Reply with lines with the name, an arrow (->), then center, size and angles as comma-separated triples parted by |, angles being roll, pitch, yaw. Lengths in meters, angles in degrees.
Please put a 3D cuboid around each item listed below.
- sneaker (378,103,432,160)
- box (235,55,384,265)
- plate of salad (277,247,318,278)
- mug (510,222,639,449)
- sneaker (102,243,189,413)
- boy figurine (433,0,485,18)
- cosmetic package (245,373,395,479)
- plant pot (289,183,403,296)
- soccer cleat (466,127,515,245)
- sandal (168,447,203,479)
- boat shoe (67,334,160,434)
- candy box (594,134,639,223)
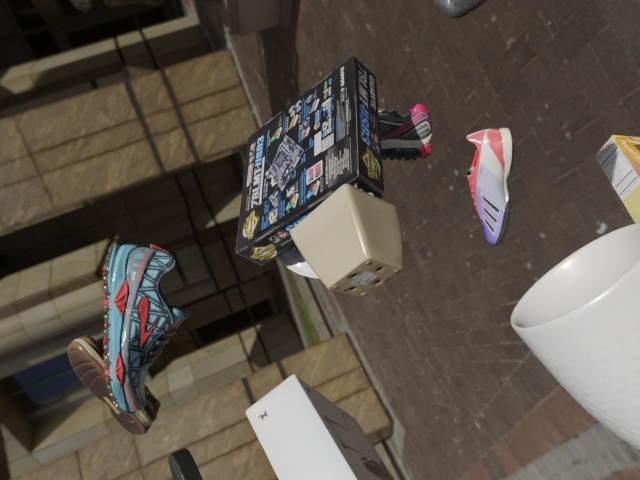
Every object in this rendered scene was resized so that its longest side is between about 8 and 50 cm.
sneaker -> 0.095, -0.242, 1.142 | 0.121, 0.299, 0.112 | -79, -13, -68
box -> -0.026, -0.140, 0.919 | 0.073, 0.293, 0.296 | 30, -135, -35
plate of salad -> 0.000, 0.000, 1.030 | 0.048, 0.199, 0.200 | 97, 151, -50
mug -> 0.547, 0.170, 0.880 | 0.328, 0.276, 0.374 | 50, -153, 4
sneaker -> -0.263, 0.136, 0.783 | 0.104, 0.125, 0.262 | -159, 69, -71
boy figurine -> 0.176, -0.365, 0.504 | 0.177, 0.092, 0.285 | 41, 158, 11
cosmetic package -> 0.071, 0.391, 0.700 | 0.377, 0.097, 0.284 | 51, 180, 37
plant pot -> 0.044, 0.010, 0.659 | 0.109, 0.109, 0.096 | 17, -137, -44
soccer cleat -> 0.444, -0.138, 1.371 | 0.109, 0.116, 0.318 | -75, -19, -67
sandal -> -0.248, 0.666, 1.076 | 0.446, 0.107, 0.168 | 54, 144, 29
boat shoe -> -0.431, 0.293, 1.096 | 0.257, 0.095, 0.095 | 67, -147, -24
candy box -> 0.853, -0.124, 1.287 | 0.087, 0.182, 0.316 | 108, 160, -50
